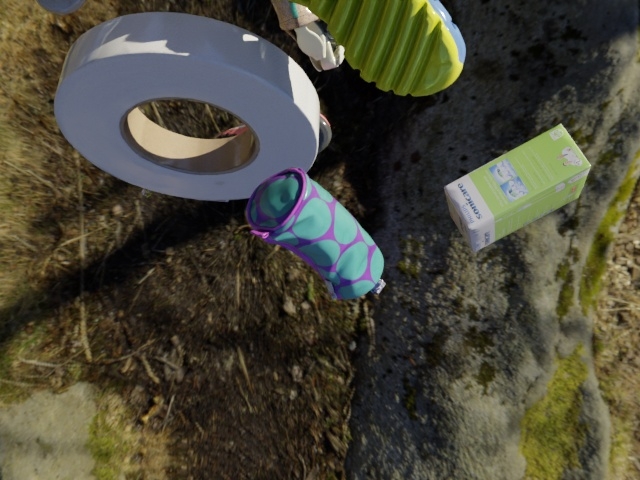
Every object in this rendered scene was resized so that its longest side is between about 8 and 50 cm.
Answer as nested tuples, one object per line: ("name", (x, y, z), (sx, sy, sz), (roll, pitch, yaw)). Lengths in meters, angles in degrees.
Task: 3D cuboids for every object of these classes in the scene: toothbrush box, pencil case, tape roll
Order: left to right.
("tape roll", (-0.192, -0.178, 0.883), (0.391, 0.392, 0.072), (5, 67, -7))
("pencil case", (0.000, 0.000, 0.521), (0.151, 0.064, 0.070), (42, 70, -46))
("toothbrush box", (0.441, -0.109, 1.323), (0.283, 0.206, 0.122), (-30, 68, 8))

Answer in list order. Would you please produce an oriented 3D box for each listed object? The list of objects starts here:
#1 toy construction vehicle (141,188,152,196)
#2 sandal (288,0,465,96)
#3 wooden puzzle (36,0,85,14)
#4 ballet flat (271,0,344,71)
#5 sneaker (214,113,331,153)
("toy construction vehicle", (-0.390, -0.140, 1.252), (0.086, 0.098, 0.035), (48, 66, -3))
("sandal", (0.044, -0.298, 0.686), (0.317, 0.126, 0.138), (41, 45, 2))
("wooden puzzle", (-0.205, -0.344, 0.481), (0.238, 0.044, 0.221), (-45, 65, 20))
("ballet flat", (-0.006, -0.365, 1.039), (0.107, 0.316, 0.106), (-16, 86, 20))
("sneaker", (-0.086, -0.229, 1.177), (0.136, 0.313, 0.116), (-48, 121, -34))
